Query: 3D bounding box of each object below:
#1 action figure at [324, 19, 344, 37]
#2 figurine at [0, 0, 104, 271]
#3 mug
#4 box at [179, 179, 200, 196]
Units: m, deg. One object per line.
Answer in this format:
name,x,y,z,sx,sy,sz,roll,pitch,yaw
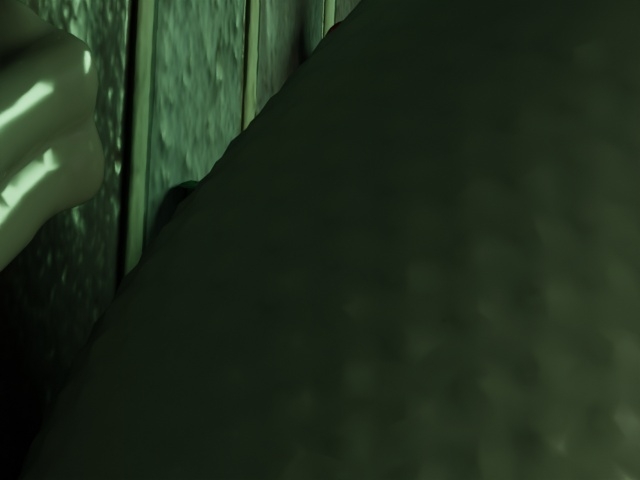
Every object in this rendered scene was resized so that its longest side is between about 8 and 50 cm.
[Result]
action figure,0.103,-0.145,1.098,0.280,0.139,0.091,-51,158,-12
figurine,-0.120,-0.050,0.382,0.209,0.092,0.215,-69,157,-66
mug,0.063,0.125,0.687,0.328,0.276,0.374,-50,127,-24
box,0.000,0.000,0.909,0.179,0.105,0.043,43,47,-72
